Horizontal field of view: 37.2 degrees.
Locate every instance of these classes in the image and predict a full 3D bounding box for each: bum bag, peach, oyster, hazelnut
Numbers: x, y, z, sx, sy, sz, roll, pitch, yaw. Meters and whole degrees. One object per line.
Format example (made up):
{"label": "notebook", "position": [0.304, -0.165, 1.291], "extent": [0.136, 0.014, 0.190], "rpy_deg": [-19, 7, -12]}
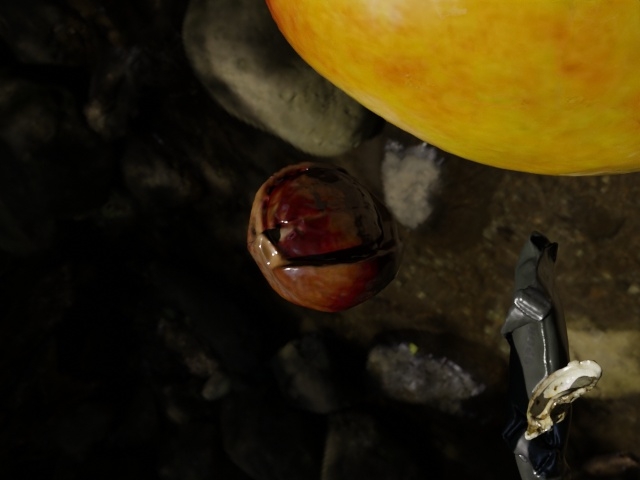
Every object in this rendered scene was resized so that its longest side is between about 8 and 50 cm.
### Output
{"label": "bum bag", "position": [0.238, 0.153, 1.060], "extent": [0.080, 0.142, 0.326], "rpy_deg": [-4, 98, 13]}
{"label": "peach", "position": [0.119, -0.178, 0.517], "extent": [0.333, 0.307, 0.307], "rpy_deg": [6, 142, 9]}
{"label": "oyster", "position": [0.243, 0.160, 0.929], "extent": [0.038, 0.080, 0.083], "rpy_deg": [43, 140, -20]}
{"label": "hazelnut", "position": [0.007, -0.003, 1.119], "extent": [0.202, 0.170, 0.160], "rpy_deg": [29, 154, 57]}
